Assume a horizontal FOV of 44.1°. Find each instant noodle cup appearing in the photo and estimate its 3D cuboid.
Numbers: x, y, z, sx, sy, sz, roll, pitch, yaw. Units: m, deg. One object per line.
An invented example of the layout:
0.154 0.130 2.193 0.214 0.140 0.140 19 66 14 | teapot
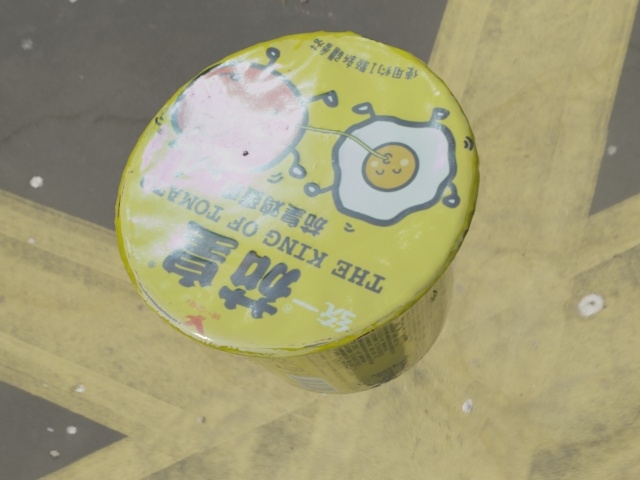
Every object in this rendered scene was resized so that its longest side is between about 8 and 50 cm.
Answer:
0.000 0.000 0.782 0.325 0.254 0.325 -6 62 12 | instant noodle cup
